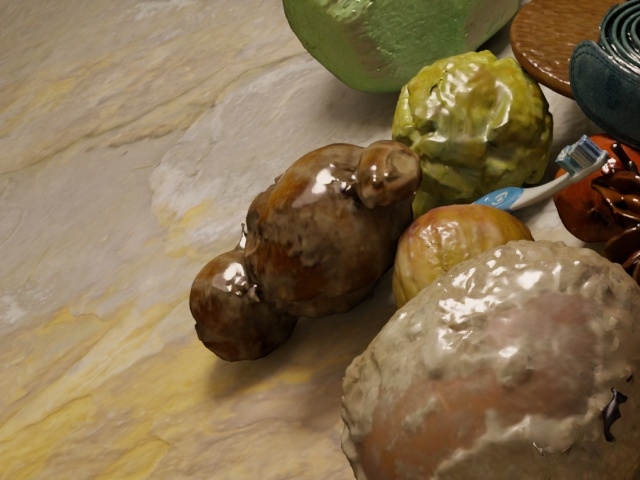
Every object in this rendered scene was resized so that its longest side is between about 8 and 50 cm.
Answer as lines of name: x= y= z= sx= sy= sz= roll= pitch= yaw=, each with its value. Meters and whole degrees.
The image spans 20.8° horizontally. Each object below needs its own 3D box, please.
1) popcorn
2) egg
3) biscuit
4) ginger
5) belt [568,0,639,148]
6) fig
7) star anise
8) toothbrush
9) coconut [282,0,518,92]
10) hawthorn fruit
popcorn: x=0.164 y=-0.110 z=1.980 sx=0.198 sy=0.212 sz=0.198 roll=8 pitch=30 yaw=-4
egg: x=0.162 y=0.145 z=1.517 sx=0.310 sy=0.279 sz=0.279 roll=-43 pitch=30 yaw=-10
biscuit: x=0.343 y=-0.216 z=1.968 sx=0.262 sy=0.037 sz=0.262 roll=2 pitch=36 yaw=-1
ginger: x=0.000 y=0.000 z=1.907 sx=0.256 sy=0.176 sz=0.375 roll=-41 pitch=0 yaw=-28
belt: x=0.391 y=-0.168 z=1.796 sx=0.267 sy=0.116 sz=0.206 roll=7 pitch=41 yaw=9
fig: x=0.148 y=0.084 z=1.764 sx=0.159 sy=0.159 sz=0.257 roll=-19 pitch=50 yaw=26
star anise: x=0.358 y=-0.002 z=1.658 sx=0.190 sy=0.126 sz=0.220 roll=-10 pitch=60 yaw=44
toothbrush: x=0.191 y=-0.036 z=1.852 sx=0.040 sy=0.040 sz=0.386 roll=-52 pitch=9 yaw=-27
coconut: x=0.107 y=-0.360 z=2.264 sx=0.328 sy=0.328 sz=0.281 roll=-45 pitch=13 yaw=-17
hawthorn fruit: x=0.305 y=-0.054 z=1.807 sx=0.128 sy=0.128 sz=0.128 roll=-25 pitch=31 yaw=16
